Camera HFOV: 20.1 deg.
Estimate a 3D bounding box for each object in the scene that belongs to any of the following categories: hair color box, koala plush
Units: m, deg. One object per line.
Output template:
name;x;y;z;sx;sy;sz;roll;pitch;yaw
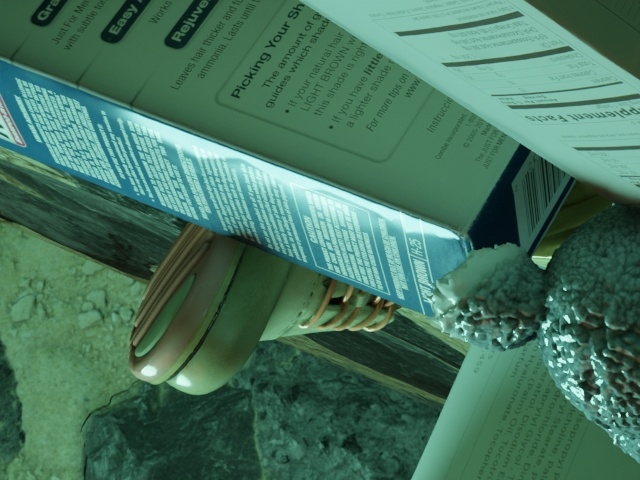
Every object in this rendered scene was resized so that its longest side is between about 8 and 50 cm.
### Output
hair color box;-0.028;-0.097;0.986;0.347;0.174;0.105;22;153;23
koala plush;0.171;0.036;0.841;0.196;0.203;0.221;19;-167;28

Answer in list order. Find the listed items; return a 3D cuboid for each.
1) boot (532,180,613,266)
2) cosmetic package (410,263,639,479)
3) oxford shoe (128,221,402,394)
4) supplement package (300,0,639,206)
boot;0.226;0.009;1.227;0.262;0.095;0.203;11;165;44
cosmetic package;0.318;0.226;1.447;0.329;0.327;0.394;31;168;-28
oxford shoe;0.000;0.000;1.147;0.146;0.140;0.397;39;-150;-3
supplement package;0.094;-0.123;0.686;0.244;0.139;0.134;31;168;-26
